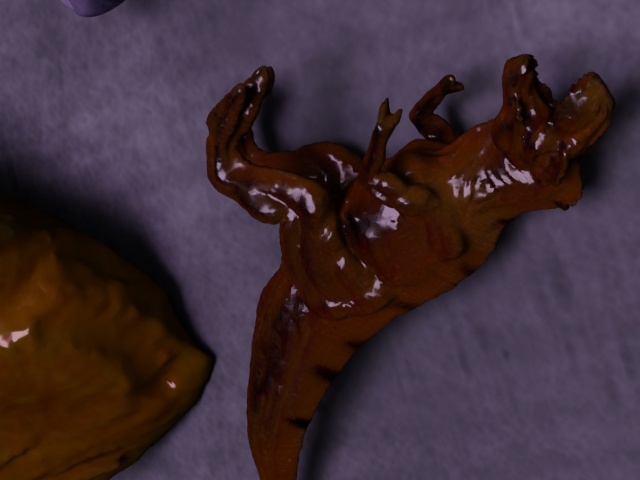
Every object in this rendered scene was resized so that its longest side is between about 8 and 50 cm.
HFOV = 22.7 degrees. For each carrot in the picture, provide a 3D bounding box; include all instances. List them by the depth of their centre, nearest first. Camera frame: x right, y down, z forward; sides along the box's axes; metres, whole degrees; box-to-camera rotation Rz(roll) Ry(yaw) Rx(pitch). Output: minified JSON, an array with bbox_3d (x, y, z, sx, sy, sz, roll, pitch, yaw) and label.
[{"bbox_3d":[-0.279,0.068,1.103,0.341,0.241,0.241,26,119,32],"label":"carrot"}]

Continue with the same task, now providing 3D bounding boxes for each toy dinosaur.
[{"bbox_3d":[0.000,0.000,0.950,0.208,0.097,0.432,46,132,7],"label":"toy dinosaur"}]

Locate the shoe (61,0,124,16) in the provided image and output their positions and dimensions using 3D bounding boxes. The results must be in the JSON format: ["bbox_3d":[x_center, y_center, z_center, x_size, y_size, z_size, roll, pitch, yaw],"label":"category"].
[{"bbox_3d":[-0.199,-0.253,1.036,0.138,0.095,0.245,-20,87,45],"label":"shoe"}]
